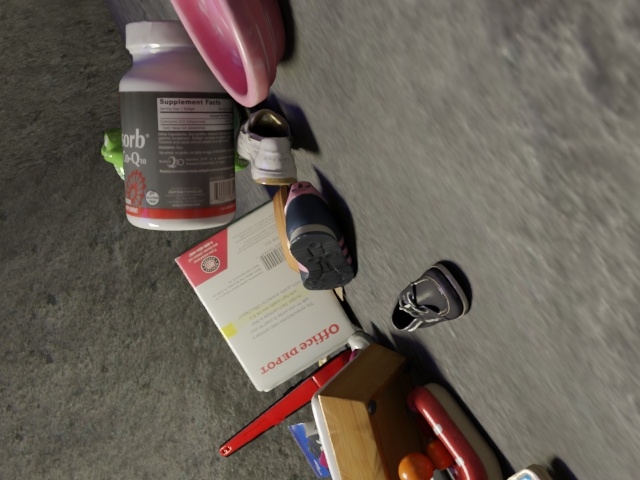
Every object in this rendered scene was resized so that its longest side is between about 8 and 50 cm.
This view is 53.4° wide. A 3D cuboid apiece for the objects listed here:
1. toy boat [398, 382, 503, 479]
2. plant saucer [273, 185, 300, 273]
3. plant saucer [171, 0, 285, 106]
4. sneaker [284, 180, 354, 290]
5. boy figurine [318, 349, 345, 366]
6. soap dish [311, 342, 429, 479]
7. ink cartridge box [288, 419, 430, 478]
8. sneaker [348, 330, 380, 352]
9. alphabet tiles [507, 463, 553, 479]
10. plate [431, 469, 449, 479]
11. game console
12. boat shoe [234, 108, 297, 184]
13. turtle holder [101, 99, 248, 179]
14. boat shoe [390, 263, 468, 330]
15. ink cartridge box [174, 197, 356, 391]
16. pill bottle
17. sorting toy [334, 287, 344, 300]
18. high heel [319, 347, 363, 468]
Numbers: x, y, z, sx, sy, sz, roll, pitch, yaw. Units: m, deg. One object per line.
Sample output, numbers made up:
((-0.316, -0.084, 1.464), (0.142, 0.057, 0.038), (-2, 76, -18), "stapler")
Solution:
((0.204, 0.374, 1.098), (0.231, 0.151, 0.151), (54, 168, 26), "toy boat")
((-0.064, -0.020, 1.355), (0.200, 0.037, 0.200), (-14, -90, -86), "plant saucer")
((-0.146, -0.353, 0.886), (0.332, 0.084, 0.332), (56, 170, 16), "plant saucer")
((0.000, 0.000, 1.213), (0.319, 0.112, 0.131), (79, -179, -66), "sneaker")
((0.076, 0.388, 1.877), (0.177, 0.092, 0.285), (30, 169, 5), "boy figurine")
((0.109, 0.369, 1.191), (0.118, 0.229, 0.291), (-10, 100, 33), "soap dish")
((0.095, 0.448, 1.391), (0.166, 0.332, 0.065), (61, -156, -15), "ink cartridge box")
((0.124, 0.335, 1.412), (0.297, 0.129, 0.111), (65, 176, -18), "sneaker")
((0.324, 0.428, 0.799), (0.284, 0.021, 0.278), (55, 145, 25), "alphabet tiles")
((0.280, 0.607, 1.675), (0.278, 0.045, 0.277), (61, 170, -14), "plate")
((-0.052, 0.377, 1.556), (0.060, 0.341, 0.386), (56, -171, 11), "game console")
((-0.092, -0.184, 1.117), (0.277, 0.098, 0.096), (-125, 35, -60), "boat shoe")
((-0.329, -0.244, 1.410), (0.243, 0.320, 0.228), (-130, 28, -51), "turtle holder")
((0.138, 0.087, 0.845), (0.075, 0.064, 0.206), (57, 169, 11), "boat shoe")
((-0.129, 0.127, 1.559), (0.385, 0.279, 0.160), (60, 178, -8), "ink cartridge box")
((-0.267, -0.213, 1.196), (0.210, 0.210, 0.363), (-149, 57, -68), "pill bottle")
((0.031, 0.096, 1.497), (0.083, 0.012, 0.062), (51, 165, 35), "sorting toy")
((0.048, 0.349, 1.322), (0.082, 0.117, 0.244), (15, -111, -55), "high heel")
